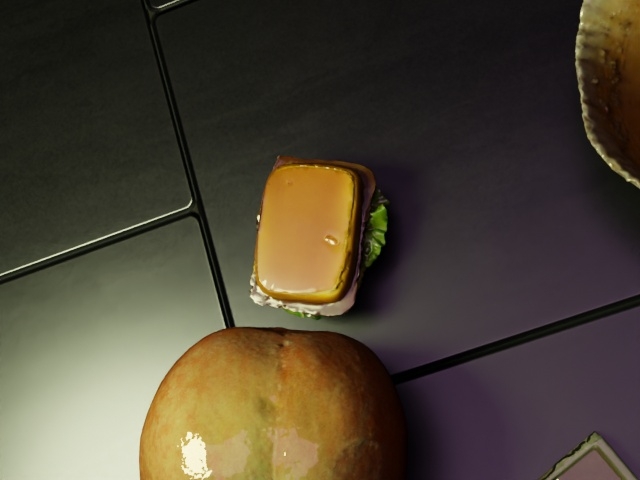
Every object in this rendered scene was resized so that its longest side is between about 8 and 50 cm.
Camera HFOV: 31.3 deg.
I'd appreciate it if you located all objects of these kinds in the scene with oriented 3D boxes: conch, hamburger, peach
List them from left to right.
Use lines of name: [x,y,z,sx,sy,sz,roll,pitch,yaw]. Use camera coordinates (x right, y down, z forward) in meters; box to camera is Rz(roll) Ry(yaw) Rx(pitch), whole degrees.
peach: [-0.043,0.191,1.067,0.252,0.252,0.253,-4,75,13]
hamburger: [0.000,0.000,1.177,0.137,0.087,0.166,8,79,15]
conch: [0.401,-0.135,1.060,0.297,0.210,0.352,-43,49,1]

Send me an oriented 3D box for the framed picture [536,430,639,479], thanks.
framed picture: [0.218,0.351,1.068,0.289,0.016,0.213,-40,70,2]
